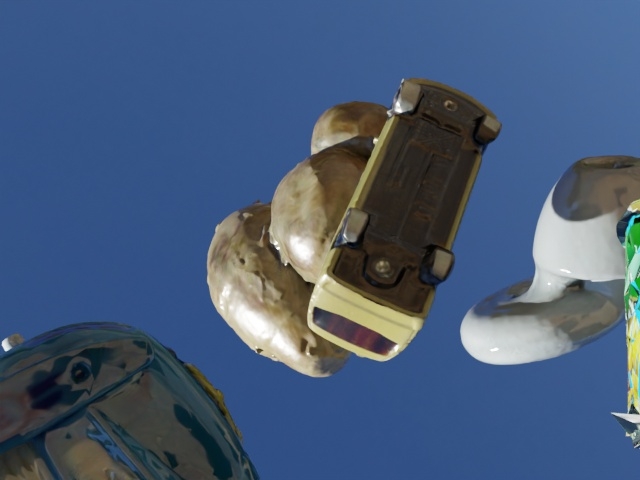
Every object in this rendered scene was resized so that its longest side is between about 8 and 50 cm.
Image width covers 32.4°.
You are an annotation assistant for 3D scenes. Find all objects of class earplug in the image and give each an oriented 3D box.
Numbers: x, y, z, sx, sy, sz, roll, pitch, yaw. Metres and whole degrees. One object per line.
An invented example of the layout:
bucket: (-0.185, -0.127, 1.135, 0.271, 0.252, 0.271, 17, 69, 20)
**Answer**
earplug: (0.301, 0.036, 1.330, 0.175, 0.325, 0.214, 45, -148, 8)

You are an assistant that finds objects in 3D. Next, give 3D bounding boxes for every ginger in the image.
ginger: (0.000, 0.000, 1.184, 0.155, 0.304, 0.245, 21, -146, -32)

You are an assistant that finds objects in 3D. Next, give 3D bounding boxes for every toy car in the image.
toy car: (-0.065, 0.185, 0.421, 0.198, 0.166, 0.314, -30, -91, -20)
toy car: (0.073, -0.023, 0.974, 0.101, 0.124, 0.257, 25, -126, -1)

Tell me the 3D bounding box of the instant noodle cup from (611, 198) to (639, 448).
instant noodle cup: (0.334, 0.079, 0.839, 0.240, 0.240, 0.178, 20, -112, -25)
